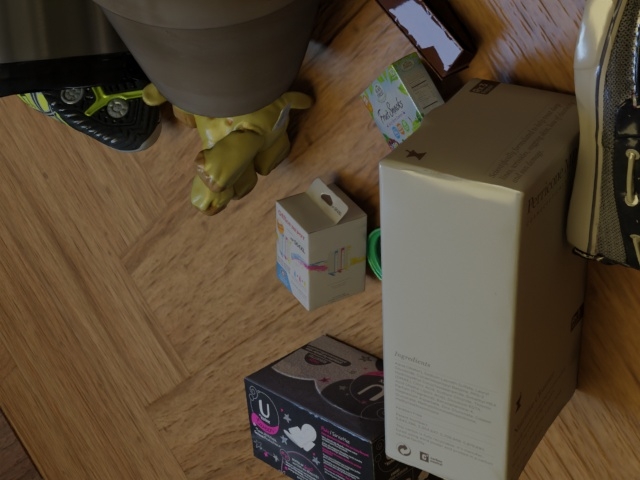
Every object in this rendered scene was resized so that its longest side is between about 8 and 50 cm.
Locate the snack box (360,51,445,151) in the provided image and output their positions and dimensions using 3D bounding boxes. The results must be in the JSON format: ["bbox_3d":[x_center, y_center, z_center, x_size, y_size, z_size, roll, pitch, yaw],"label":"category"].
[{"bbox_3d":[0.099,-0.146,1.314,0.100,0.037,0.141,61,166,1],"label":"snack box"}]

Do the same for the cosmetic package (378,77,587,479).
[{"bbox_3d":[0.176,0.049,1.222,0.156,0.217,0.385,17,130,26],"label":"cosmetic package"}]

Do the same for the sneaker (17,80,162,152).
[{"bbox_3d":[-0.379,-0.245,1.826,0.384,0.145,0.147,35,168,28],"label":"sneaker"}]

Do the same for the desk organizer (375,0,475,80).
[{"bbox_3d":[0.116,-0.242,1.255,0.130,0.047,0.050,52,142,12],"label":"desk organizer"}]

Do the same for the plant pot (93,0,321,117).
[{"bbox_3d":[-0.120,-0.299,1.326,0.323,0.323,0.280,40,157,26],"label":"plant pot"}]

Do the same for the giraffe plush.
[{"bbox_3d":[-0.134,-0.164,1.496,0.170,0.181,0.210,43,134,9],"label":"giraffe plush"}]

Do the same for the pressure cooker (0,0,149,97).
[{"bbox_3d":[-0.394,-0.395,1.491,0.370,0.375,0.420,3,103,35],"label":"pressure cooker"}]

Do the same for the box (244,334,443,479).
[{"bbox_3d":[0.039,0.251,1.599,0.247,0.163,0.142,22,126,42],"label":"box"}]

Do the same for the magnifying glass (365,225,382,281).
[{"bbox_3d":[0.139,0.024,1.434,0.231,0.026,0.092,2,115,50],"label":"magnifying glass"}]

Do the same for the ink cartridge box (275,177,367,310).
[{"bbox_3d":[0.000,0.000,1.517,0.092,0.090,0.143,45,145,46],"label":"ink cartridge box"}]

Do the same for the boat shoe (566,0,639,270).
[{"bbox_3d":[0.322,-0.106,1.048,0.158,0.127,0.340,24,140,32],"label":"boat shoe"}]
